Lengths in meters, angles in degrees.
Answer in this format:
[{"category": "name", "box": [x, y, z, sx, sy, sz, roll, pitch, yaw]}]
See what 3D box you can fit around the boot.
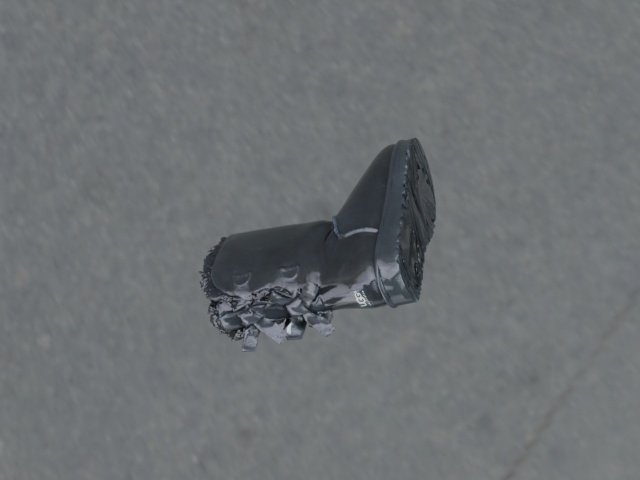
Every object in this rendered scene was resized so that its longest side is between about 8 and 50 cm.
[{"category": "boot", "box": [0.000, 0.000, 0.942, 0.099, 0.121, 0.045, -12, 124, 19]}]
